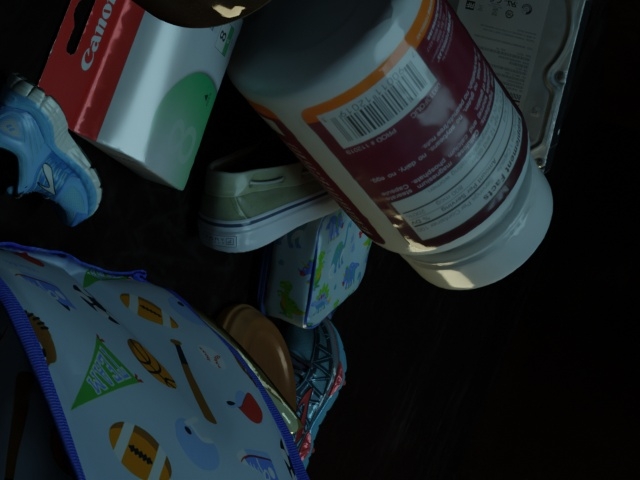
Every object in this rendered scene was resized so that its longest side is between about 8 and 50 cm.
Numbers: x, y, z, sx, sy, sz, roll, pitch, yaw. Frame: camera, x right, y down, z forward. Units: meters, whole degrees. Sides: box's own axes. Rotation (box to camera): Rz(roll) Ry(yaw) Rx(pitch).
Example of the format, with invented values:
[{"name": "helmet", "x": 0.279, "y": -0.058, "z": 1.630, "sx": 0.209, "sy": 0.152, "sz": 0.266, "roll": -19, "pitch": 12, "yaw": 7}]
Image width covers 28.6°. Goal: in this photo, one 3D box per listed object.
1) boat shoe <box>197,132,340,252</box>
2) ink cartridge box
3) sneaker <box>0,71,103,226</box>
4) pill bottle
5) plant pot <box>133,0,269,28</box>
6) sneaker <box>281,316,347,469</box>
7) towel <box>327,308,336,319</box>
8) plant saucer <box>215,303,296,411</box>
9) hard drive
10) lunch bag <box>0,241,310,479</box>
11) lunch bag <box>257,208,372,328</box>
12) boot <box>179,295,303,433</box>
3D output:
[{"name": "boat shoe", "x": -0.034, "y": -0.077, "z": 1.432, "sx": 0.302, "sy": 0.109, "sz": 0.094, "roll": -38, "pitch": 140, "yaw": -55}, {"name": "ink cartridge box", "x": -0.151, "y": -0.160, "z": 1.105, "sx": 0.225, "sy": 0.056, "sz": 0.181, "roll": 41, "pitch": 67, "yaw": -72}, {"name": "sneaker", "x": -0.228, "y": -0.060, "z": 0.987, "sx": 0.073, "sy": 0.063, "sz": 0.162, "roll": -47, "pitch": 149, "yaw": -18}, {"name": "pill bottle", "x": 0.090, "y": -0.126, "z": 1.353, "sx": 0.392, "sy": 0.224, "sz": 0.224, "roll": 47, "pitch": 58, "yaw": -42}, {"name": "plant pot", "x": -0.135, "y": -0.281, "z": 0.850, "sx": 0.230, "sy": 0.215, "sz": 0.215, "roll": 16, "pitch": 91, "yaw": -57}, {"name": "sneaker", "x": -0.044, "y": 0.205, "z": 1.651, "sx": 0.125, "sy": 0.104, "sz": 0.261, "roll": 48, "pitch": 54, "yaw": -59}, {"name": "towel", "x": 0.003, "y": 0.099, "z": 1.807, "sx": 0.067, "sy": 0.029, "sz": 0.119, "roll": 81, "pitch": 31, "yaw": -54}, {"name": "plant saucer", "x": -0.076, "y": 0.173, "z": 1.507, "sx": 0.200, "sy": 0.037, "sz": 0.200, "roll": -11, "pitch": 90, "yaw": -69}, {"name": "hard drive", "x": 0.272, "y": -0.290, "z": 1.914, "sx": 0.064, "sy": 0.237, "sz": 0.339, "roll": -31, "pitch": 135, "yaw": -63}, {"name": "lunch bag", "x": -0.172, "y": 0.190, "z": 0.953, "sx": 0.328, "sy": 0.239, "sz": 0.385, "roll": 18, "pitch": 49, "yaw": -64}, {"name": "lunch bag", "x": 0.000, "y": 0.000, "z": 1.616, "sx": 0.219, "sy": 0.090, "sz": 0.176, "roll": -39, "pitch": 143, "yaw": -59}, {"name": "boot", "x": -0.140, "y": 0.179, "z": 1.364, "sx": 0.165, "sy": 0.077, "sz": 0.213, "roll": -40, "pitch": 114, "yaw": -4}]
